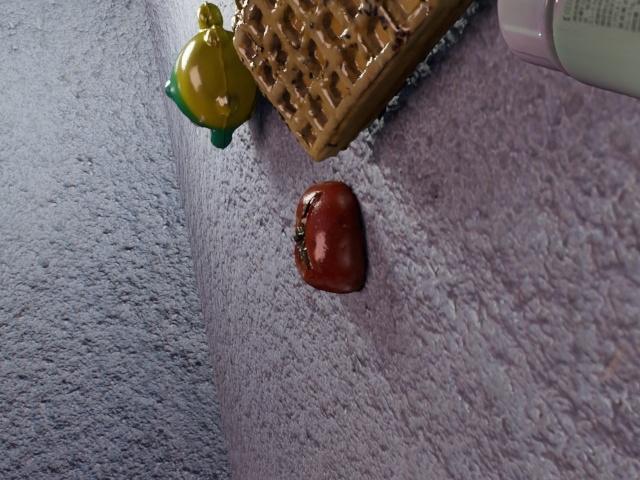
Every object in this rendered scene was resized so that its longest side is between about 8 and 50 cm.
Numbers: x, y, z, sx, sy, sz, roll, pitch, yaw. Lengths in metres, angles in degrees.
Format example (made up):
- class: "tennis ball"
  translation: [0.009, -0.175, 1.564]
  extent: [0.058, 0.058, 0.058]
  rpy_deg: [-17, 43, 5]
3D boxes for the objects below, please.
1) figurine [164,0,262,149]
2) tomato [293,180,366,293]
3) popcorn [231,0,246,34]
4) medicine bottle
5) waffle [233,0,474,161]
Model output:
- class: "figurine"
  translation: [-0.260, -0.387, 1.282]
  extent: [0.340, 0.231, 0.324]
  rpy_deg: [-166, 67, -71]
- class: "tomato"
  translation: [-0.003, 0.002, 1.001]
  extent: [0.228, 0.101, 0.228]
  rpy_deg: [171, 90, -70]
- class: "popcorn"
  translation: [-0.108, -0.452, 1.030]
  extent: [0.145, 0.126, 0.126]
  rpy_deg: [1, 127, 46]
- class: "medicine bottle"
  translation: [0.223, -0.167, 0.358]
  extent: [0.168, 0.135, 0.135]
  rpy_deg: [-134, 40, -52]
- class: "waffle"
  translation: [0.021, -0.302, 0.702]
  extent: [0.261, 0.114, 0.376]
  rpy_deg: [56, 152, 5]
